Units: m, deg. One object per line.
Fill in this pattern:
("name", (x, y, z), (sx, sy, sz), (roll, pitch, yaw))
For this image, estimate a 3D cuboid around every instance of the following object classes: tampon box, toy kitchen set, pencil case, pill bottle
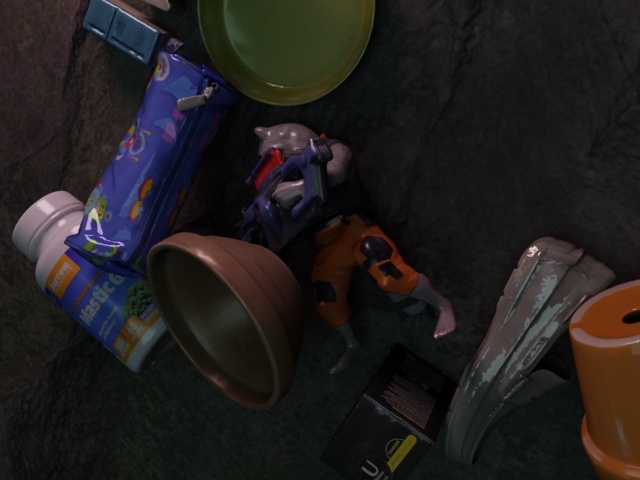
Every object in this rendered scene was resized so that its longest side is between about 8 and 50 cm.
("tampon box", (0.093, 0.234, 0.864), (0.102, 0.161, 0.120), (34, 114, 10))
("toy kitchen set", (-0.256, -0.341, 0.840), (0.122, 0.166, 0.207), (32, 113, 11))
("pencil case", (-0.212, -0.096, 0.858), (0.119, 0.133, 0.306), (27, 89, -29))
("pill bottle", (-0.316, 0.053, 0.981), (0.272, 0.152, 0.152), (39, 115, 7))

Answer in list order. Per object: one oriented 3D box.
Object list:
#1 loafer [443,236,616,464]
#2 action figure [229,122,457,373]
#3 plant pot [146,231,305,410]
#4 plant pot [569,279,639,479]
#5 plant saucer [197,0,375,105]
("loafer", (0.245, 0.152, 0.809), (0.112, 0.112, 0.319), (28, 112, 22))
("action figure", (0.000, 0.000, 0.873), (0.341, 0.179, 0.330), (-30, 86, 55))
("plant pot", (-0.098, 0.081, 0.815), (0.237, 0.110, 0.237), (30, 138, 31))
("plant pot", (0.358, 0.150, 0.696), (0.205, 0.205, 0.187), (-23, 105, 25))
("plant saucer", (-0.042, -0.293, 0.840), (0.241, 0.037, 0.240), (5, 106, 19))
